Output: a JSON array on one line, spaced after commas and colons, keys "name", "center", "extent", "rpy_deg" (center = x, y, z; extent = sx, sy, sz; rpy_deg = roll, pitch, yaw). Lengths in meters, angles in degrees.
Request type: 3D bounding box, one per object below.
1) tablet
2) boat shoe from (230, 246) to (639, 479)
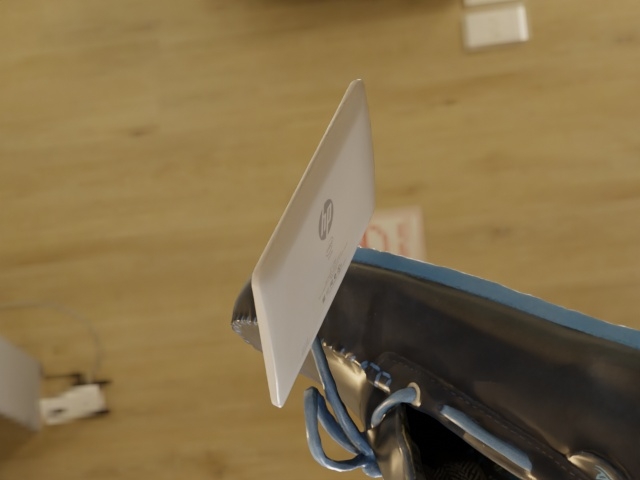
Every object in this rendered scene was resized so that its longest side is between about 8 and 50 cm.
[{"name": "tablet", "center": [0.000, 0.000, 0.465], "extent": [0.054, 0.006, 0.083], "rpy_deg": [83, -156, -45]}, {"name": "boat shoe", "center": [0.047, 0.062, 0.592], "extent": [0.109, 0.258, 0.089], "rpy_deg": [33, -102, -36]}]
